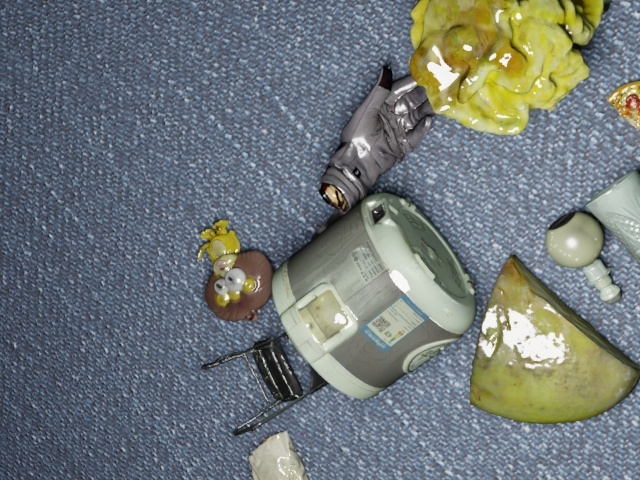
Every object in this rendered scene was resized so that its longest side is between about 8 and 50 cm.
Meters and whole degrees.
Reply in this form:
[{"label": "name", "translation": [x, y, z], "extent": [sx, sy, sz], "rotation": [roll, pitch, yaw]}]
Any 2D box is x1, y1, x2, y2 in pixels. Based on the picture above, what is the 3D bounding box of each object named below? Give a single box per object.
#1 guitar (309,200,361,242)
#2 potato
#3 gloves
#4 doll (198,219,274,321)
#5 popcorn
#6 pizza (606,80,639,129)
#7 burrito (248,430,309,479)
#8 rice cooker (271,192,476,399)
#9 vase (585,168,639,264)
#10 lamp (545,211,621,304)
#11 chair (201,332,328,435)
[{"label": "guitar", "translation": [0.000, 0.000, 1.910], "extent": [0.025, 0.088, 0.233], "rotation": [50, 121, 9]}, {"label": "potato", "translation": [0.384, 0.187, 1.765], "extent": [0.255, 0.112, 0.270], "rotation": [15, 105, 18]}, {"label": "gloves", "translation": [0.096, -0.177, 1.806], "extent": [0.285, 0.119, 0.142], "rotation": [-45, 113, 0]}, {"label": "doll", "translation": [-0.164, 0.062, 1.971], "extent": [0.188, 0.096, 0.145], "rotation": [40, 103, 22]}, {"label": "popcorn", "translation": [0.272, -0.294, 1.666], "extent": [0.292, 0.237, 0.293], "rotation": [3, 97, 25]}, {"label": "pizza", "translation": [0.493, -0.209, 1.705], "extent": [0.083, 0.025, 0.078], "rotation": [-21, 88, 22]}, {"label": "burrito", "translation": [-0.039, 0.542, 2.000], "extent": [0.117, 0.076, 0.392], "rotation": [-19, 91, 24]}, {"label": "rice cooker", "translation": [0.081, 0.094, 1.773], "extent": [0.277, 0.288, 0.288], "rotation": [-38, 84, 18]}, {"label": "vase", "translation": [0.511, 0.006, 1.698], "extent": [0.096, 0.096, 0.219], "rotation": [-36, 87, 22]}, {"label": "lamp", "translation": [0.425, 0.034, 1.745], "extent": [0.091, 0.091, 0.163], "rotation": [-30, 103, 23]}, {"label": "chair", "translation": [-0.073, 0.231, 1.956], "extent": [0.140, 0.221, 0.145], "rotation": [64, 155, 2]}]
